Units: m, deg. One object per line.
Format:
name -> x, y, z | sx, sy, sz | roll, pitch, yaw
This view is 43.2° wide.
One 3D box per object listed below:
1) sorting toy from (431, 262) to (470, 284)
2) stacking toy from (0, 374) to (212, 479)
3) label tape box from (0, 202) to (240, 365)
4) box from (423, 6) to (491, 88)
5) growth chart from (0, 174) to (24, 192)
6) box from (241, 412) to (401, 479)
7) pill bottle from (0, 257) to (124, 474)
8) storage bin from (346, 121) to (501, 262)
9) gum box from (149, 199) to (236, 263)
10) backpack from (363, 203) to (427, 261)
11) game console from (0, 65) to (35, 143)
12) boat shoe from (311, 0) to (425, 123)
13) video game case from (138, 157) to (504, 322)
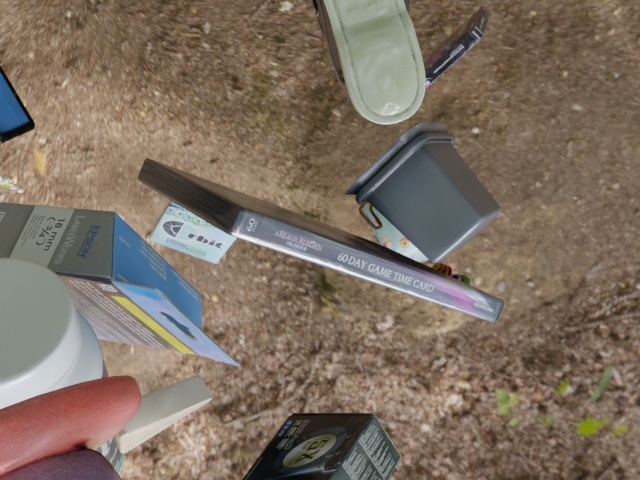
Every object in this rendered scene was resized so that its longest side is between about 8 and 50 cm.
sorting toy -> 0.253, 0.075, 1.640 | 0.061, 0.102, 0.042 | -44, 123, -11
stacking toy -> -0.200, 0.214, 0.519 | 0.309, 0.279, 0.130 | -34, 76, 18
label tape box -> -0.284, 0.060, 1.131 | 0.240, 0.334, 0.105 | 56, 46, -52
box -> 0.246, -0.360, 1.517 | 0.029, 0.116, 0.162 | 43, 125, -13
growth chart -> -0.715, -0.144, 1.687 | 0.172, 0.237, 0.021 | 19, 84, -14
box -> -0.014, 0.296, 0.968 | 0.180, 0.147, 0.077 | -48, 116, -39
pill bottle -> -0.365, 0.197, 1.006 | 0.204, 0.204, 0.361 | -11, 143, -13
storage bin -> 0.091, -0.032, 0.675 | 0.098, 0.135, 0.091 | -44, 80, 19
gum box -> -0.257, -0.026, 1.679 | 0.157, 0.184, 0.041 | 21, 58, -17
backpack -> 0.158, -0.048, 1.348 | 0.144, 0.188, 0.165 | -30, 79, 33
game console -> -0.493, -0.213, 1.225 | 0.071, 0.107, 0.122 | -32, 102, -15
boat shoe -> 0.043, -0.305, 0.922 | 0.127, 0.113, 0.340 | -18, 104, -7
video game case -> 0.000, 0.000, 0.697 | 0.274, 0.196, 0.026 | 21, 94, -35
